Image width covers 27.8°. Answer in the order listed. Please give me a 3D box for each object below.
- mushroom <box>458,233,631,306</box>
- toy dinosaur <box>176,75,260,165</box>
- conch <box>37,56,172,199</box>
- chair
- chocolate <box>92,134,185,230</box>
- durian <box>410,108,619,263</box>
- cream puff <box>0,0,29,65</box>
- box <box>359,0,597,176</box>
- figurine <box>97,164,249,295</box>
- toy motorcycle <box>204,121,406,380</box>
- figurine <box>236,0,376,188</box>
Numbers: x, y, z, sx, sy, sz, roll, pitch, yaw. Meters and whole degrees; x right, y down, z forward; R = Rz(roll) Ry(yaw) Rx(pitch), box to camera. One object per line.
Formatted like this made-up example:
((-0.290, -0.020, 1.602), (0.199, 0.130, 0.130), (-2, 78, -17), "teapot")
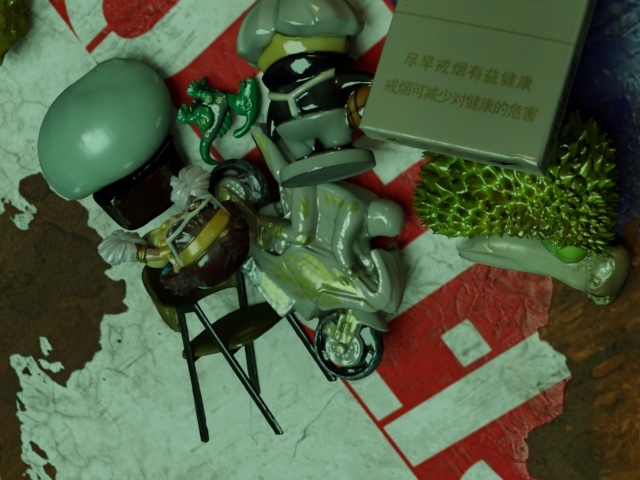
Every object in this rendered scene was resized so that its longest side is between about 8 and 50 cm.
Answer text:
((0.269, 0.021, 1.556), (0.209, 0.071, 0.084), (15, 160, 27), "mushroom")
((-0.132, -0.161, 1.692), (0.096, 0.059, 0.132), (23, 111, 11), "toy dinosaur")
((-0.301, -0.154, 1.726), (0.221, 0.185, 0.121), (-37, 128, 16), "conch")
((-0.120, 0.125, 1.738), (0.172, 0.159, 0.247), (-11, 105, 32), "chair")
((-0.236, -0.067, 1.751), (0.148, 0.125, 0.080), (-26, 119, 28), "chocolate")
((0.222, -0.075, 1.456), (0.236, 0.200, 0.177), (12, 90, 21), "durian")
((-0.453, -0.312, 1.764), (0.146, 0.116, 0.146), (48, 161, 23), "cream puff")
((0.189, -0.264, 1.377), (0.204, 0.051, 0.365), (15, 83, 22), "box")
((-0.172, 0.000, 1.630), (0.116, 0.175, 0.240), (53, 160, -24), "figurine")
((0.000, 0.000, 1.655), (0.223, 0.108, 0.341), (-44, 80, 23), "toy motorcycle")
((-0.005, -0.194, 1.550), (0.176, 0.133, 0.236), (-17, 82, 28), "figurine")
